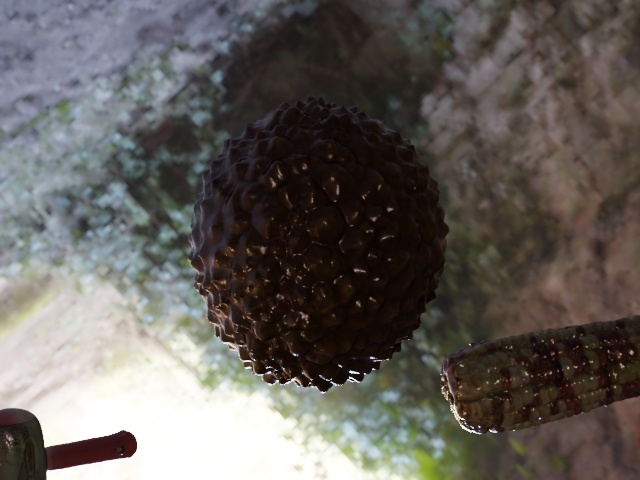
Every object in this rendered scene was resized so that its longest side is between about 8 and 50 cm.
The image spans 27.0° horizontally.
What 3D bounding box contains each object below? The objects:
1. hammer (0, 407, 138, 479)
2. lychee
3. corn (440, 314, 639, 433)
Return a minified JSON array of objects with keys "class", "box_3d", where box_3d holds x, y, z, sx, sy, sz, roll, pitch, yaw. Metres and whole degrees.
[{"class":"hammer","box_3d":[-0.120,0.101,0.618,0.083,0.052,0.031,-4,180,-43]},{"class":"lychee","box_3d":[0.000,0.000,0.940,0.200,0.200,0.238,-43,-176,19]},{"class":"corn","box_3d":[0.213,0.100,1.084,0.237,0.079,0.079,-14,171,-10]}]
